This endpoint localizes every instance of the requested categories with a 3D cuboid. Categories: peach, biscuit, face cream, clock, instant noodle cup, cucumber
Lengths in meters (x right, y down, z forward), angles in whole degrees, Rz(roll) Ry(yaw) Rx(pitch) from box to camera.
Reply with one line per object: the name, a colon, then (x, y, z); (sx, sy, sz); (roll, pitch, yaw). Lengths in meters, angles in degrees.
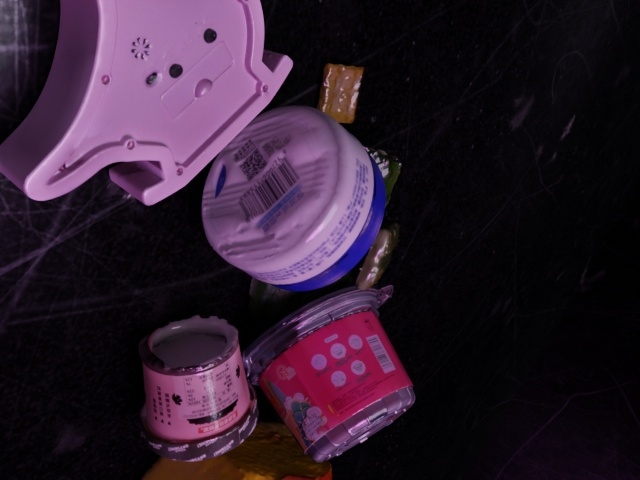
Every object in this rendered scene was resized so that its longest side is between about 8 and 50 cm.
peach: (-0.137, 0.436, 0.893); (0.380, 0.243, 0.306); (-48, 139, -18)
biscuit: (0.027, -0.204, 0.837); (0.081, 0.018, 0.083); (-14, 124, -46)
face cream: (-0.037, -0.051, 0.701); (0.111, 0.206, 0.205); (32, 88, -50)
clock: (-0.185, -0.166, 0.546); (0.290, 0.080, 0.275); (-51, 144, -15)
instant noodle cup: (0.025, 0.211, 0.902); (0.303, 0.181, 0.258); (-32, 157, -1)
biscuit: (0.095, 0.018, 0.944); (0.099, 0.038, 0.322); (-66, 172, 7)
cucumber: (0.000, 0.000, 0.880); (0.145, 0.105, 0.325); (20, 100, -56)

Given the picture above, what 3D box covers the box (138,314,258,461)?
box: (-0.160, 0.180, 0.768); (0.151, 0.151, 0.135); (-26, 124, -40)
